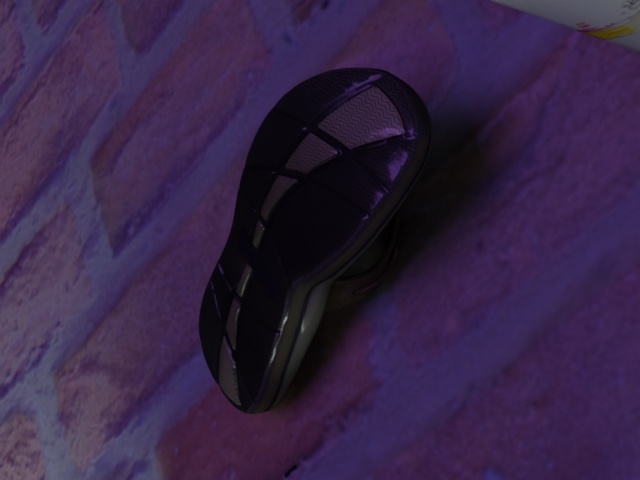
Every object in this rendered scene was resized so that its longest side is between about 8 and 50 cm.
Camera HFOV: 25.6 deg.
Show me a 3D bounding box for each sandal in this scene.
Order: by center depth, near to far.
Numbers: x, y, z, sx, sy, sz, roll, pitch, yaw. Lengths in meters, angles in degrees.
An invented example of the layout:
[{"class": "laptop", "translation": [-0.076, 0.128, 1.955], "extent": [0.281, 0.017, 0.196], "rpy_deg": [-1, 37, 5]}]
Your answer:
[{"class": "sandal", "translation": [-0.001, 0.000, 0.938], "extent": [0.120, 0.086, 0.302], "rpy_deg": [63, 144, 29]}]

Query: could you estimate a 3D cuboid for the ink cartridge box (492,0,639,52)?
[{"class": "ink cartridge box", "translation": [0.164, -0.216, 0.620], "extent": [0.198, 0.270, 0.197], "rpy_deg": [-23, 64, 46]}]
